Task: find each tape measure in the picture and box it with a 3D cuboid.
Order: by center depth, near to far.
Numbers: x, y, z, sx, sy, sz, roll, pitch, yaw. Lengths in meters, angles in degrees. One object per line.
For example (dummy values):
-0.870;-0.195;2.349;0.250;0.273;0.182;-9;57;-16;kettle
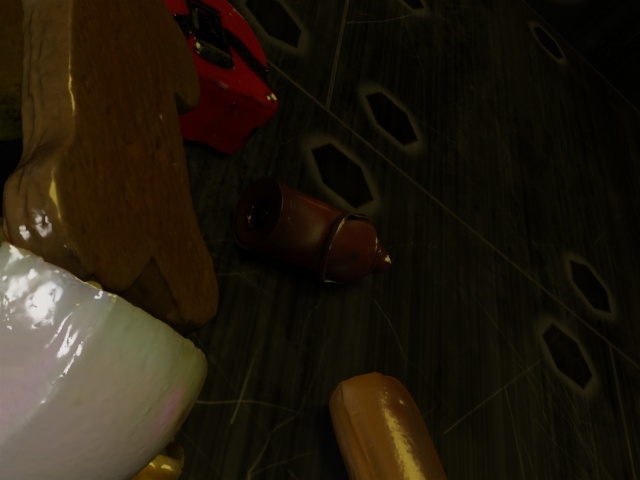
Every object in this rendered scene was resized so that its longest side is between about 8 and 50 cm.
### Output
-0.183;-0.244;1.295;0.253;0.114;0.260;18;43;-43;tape measure

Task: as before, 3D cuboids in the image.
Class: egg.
-0.198;0.109;0.649;0.206;0.271;0.162;36;71;-37;egg

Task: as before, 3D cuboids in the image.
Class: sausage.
0.097;0.299;1.085;0.112;0.112;0.328;12;50;-46;sausage

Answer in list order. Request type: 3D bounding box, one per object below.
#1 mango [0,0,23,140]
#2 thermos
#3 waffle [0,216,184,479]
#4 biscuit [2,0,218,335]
-0.349;-0.276;1.026;0.264;0.221;0.378;10;59;-61;mango
0.001;-0.003;1.299;0.232;0.099;0.124;21;3;-41;thermos
-0.293;0.124;0.781;0.382;0.095;0.380;-15;68;-54;waffle
-0.192;-0.111;0.901;0.368;0.076;0.394;45;33;-70;biscuit
